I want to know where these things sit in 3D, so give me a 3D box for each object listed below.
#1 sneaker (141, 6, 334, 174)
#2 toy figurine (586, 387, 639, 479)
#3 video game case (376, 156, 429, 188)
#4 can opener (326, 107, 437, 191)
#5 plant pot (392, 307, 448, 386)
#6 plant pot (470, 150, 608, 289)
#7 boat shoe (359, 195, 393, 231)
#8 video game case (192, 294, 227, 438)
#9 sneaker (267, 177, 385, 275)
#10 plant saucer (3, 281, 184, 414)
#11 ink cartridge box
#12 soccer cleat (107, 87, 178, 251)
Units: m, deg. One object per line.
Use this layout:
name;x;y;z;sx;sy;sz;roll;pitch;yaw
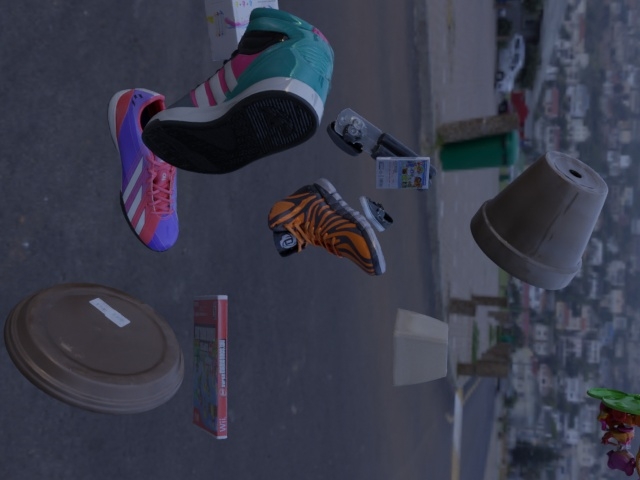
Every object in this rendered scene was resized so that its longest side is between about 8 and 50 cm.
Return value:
sneaker;-0.094;-0.195;0.925;0.124;0.295;0.178;45;53;-35
toy figurine;0.529;0.350;1.274;0.173;0.130;0.159;7;-85;60
video game case;0.190;-0.157;1.728;0.011;0.122;0.087;-84;174;-47
can opener;0.145;-0.213;1.804;0.076;0.283;0.095;-62;-167;-26
plant pot;0.182;0.195;1.349;0.109;0.096;0.109;-66;157;-68
plant pot;0.611;-0.075;2.005;0.280;0.323;0.323;-63;-179;34
boat shoe;0.123;-0.064;1.643;0.142;0.040;0.049;45;23;-59
video game case;-0.236;0.259;1.572;0.204;0.025;0.285;169;-78;-66
sneaker;0.000;0.000;1.583;0.321;0.180;0.124;48;-20;49
plant saucer;-0.333;0.151;1.133;0.041;0.278;0.278;-61;176;23
ink cartridge box;-0.126;-0.357;1.229;0.092;0.090;0.143;-18;109;-35
soccer cleat;-0.316;-0.126;1.402;0.108;0.116;0.318;-23;111;-44
